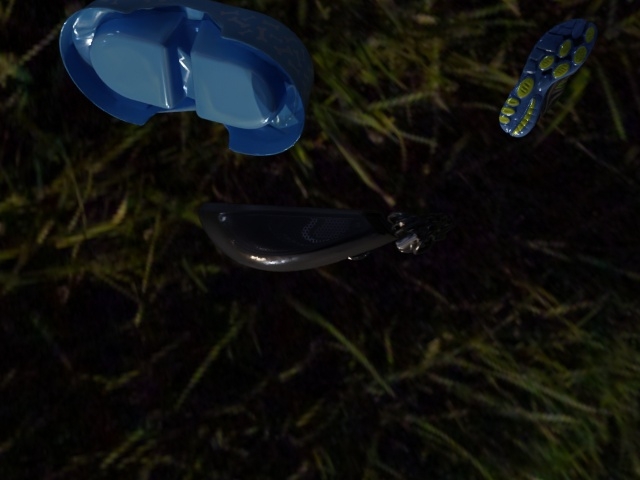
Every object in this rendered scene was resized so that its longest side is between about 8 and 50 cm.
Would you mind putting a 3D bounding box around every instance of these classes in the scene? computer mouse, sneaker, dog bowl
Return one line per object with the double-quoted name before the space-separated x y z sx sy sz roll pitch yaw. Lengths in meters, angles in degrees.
"computer mouse" 0.000 0.000 1.329 0.272 0.188 0.072 3 92 12
"sneaker" 0.310 -0.228 1.718 0.067 0.078 0.188 36 118 6
"dog bowl" -0.144 -0.198 1.404 0.297 0.074 0.166 15 140 13
